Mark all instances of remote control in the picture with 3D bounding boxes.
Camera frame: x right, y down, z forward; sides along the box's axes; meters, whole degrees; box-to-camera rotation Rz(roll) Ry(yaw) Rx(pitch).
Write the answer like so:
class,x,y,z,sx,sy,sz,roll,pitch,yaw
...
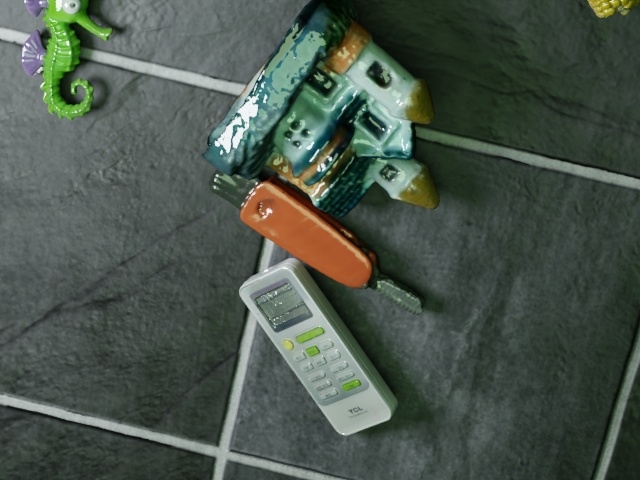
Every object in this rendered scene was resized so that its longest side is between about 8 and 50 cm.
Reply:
class,x,y,z,sx,sy,sz,roll,pitch,yaw
remote control,-0.002,0.141,2.076,0.103,0.034,0.250,-25,104,38

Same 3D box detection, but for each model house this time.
class,x,y,z,sx,sy,sz,roll,pitch,yaw
model house,0.037,-0.130,1.940,0.291,0.184,0.253,36,103,-10

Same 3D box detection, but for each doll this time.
class,x,y,z,sx,sy,sz,roll,pitch,yaw
doll,-0.321,-0.246,2.003,0.115,0.050,0.190,12,109,10

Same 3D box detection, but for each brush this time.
class,x,y,z,sx,sy,sz,roll,pitch,yaw
brush,0.000,0.000,2.041,0.323,0.051,0.070,33,107,-4

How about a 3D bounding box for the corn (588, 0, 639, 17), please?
class,x,y,z,sx,sy,sz,roll,pitch,yaw
corn,0.332,-0.379,1.879,0.080,0.080,0.238,-8,108,8
